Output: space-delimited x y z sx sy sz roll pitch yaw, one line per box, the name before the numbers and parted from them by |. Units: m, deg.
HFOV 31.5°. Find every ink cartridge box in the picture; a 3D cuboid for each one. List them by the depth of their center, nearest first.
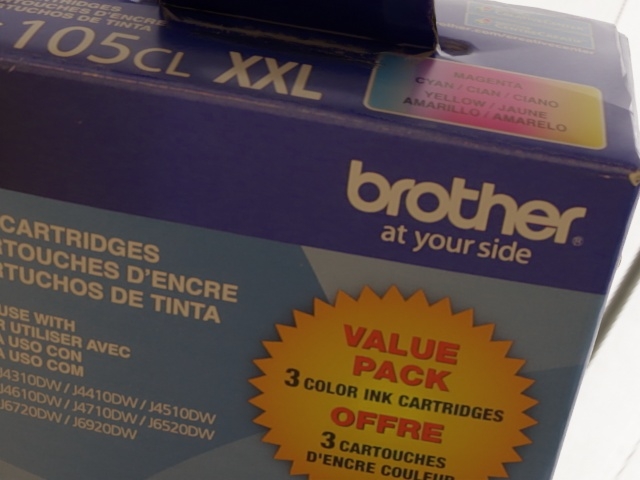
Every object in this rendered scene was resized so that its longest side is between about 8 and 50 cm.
ink cartridge box | -0.023 0.030 0.501 0.270 0.151 0.395 10 -60 5

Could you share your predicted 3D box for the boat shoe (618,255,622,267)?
boat shoe | 0.260 -0.058 1.422 0.277 0.098 0.096 56 -25 -2
